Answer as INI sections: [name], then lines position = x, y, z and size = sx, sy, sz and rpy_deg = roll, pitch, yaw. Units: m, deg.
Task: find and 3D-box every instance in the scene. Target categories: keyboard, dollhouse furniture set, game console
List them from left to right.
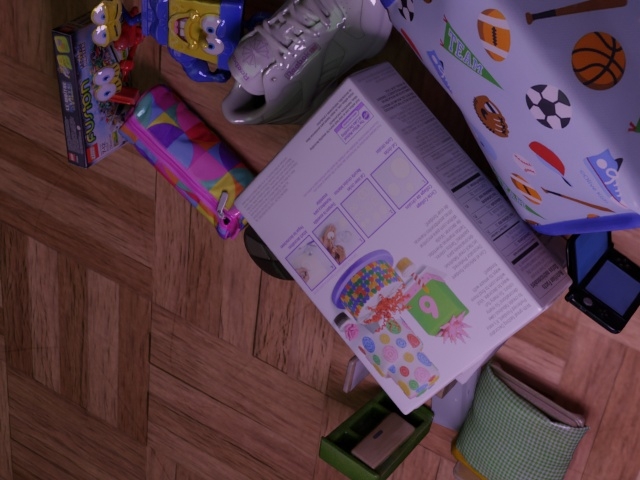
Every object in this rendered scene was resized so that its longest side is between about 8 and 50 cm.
[dollhouse furniture set]
position = 0.170, 0.263, 1.682
size = 0.301, 0.151, 0.197
rpy_deg = 31, 134, 24
[keyboard]
position = 0.185, 0.159, 1.726
size = 0.072, 0.014, 0.256
rpy_deg = 22, 129, 31
[game console]
position = 0.330, 0.028, 1.445
size = 0.107, 0.122, 0.071
rpy_deg = 37, 135, 12

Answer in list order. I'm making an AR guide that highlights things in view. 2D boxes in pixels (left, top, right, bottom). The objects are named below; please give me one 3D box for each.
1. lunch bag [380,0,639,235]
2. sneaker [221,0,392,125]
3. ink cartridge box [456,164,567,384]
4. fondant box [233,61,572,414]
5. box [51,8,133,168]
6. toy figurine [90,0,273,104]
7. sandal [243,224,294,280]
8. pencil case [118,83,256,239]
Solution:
[lunch bag]
position = 0.232, -0.185, 1.290
size = 0.328, 0.239, 0.385
rpy_deg = 55, 167, -4
[sneaker]
position = -0.018, -0.233, 1.514
size = 0.114, 0.152, 0.305
rpy_deg = 58, 139, 22
[ink cartridge box]
position = 0.144, 0.011, 1.565
size = 0.273, 0.114, 0.197
rpy_deg = 40, 124, 8
[fondant box]
position = 0.087, 0.000, 1.458
size = 0.330, 0.096, 0.238
rpy_deg = 51, 127, 7
[box]
position = -0.316, -0.216, 1.788
size = 0.036, 0.114, 0.207
rpy_deg = 19, 128, 27
[toy figurine]
position = -0.151, -0.319, 1.578
size = 0.217, 0.191, 0.362
rpy_deg = 13, 135, 4
[sandal]
position = 0.000, 0.000, 1.733
size = 0.219, 0.060, 0.090
rpy_deg = -10, 102, 25
[pencil case]
position = -0.173, -0.108, 1.762
size = 0.236, 0.104, 0.104
rpy_deg = 45, 135, 6
